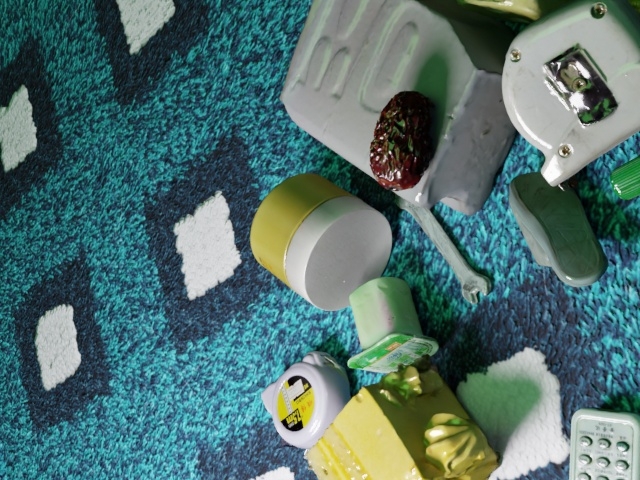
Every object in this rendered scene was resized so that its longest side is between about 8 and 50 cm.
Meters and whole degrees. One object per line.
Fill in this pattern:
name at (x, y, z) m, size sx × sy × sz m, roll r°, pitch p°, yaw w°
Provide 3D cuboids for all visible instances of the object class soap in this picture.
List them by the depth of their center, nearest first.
soap at (0.160, -0.289, 1.921) m, size 0.435 × 0.213 × 0.350 m, roll 41°, pitch 112°, yaw 37°

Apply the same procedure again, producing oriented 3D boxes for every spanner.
spanner at (0.223, -0.002, 1.962) m, size 0.071 × 0.017 × 0.302 m, roll -51°, pitch 54°, yaw 29°

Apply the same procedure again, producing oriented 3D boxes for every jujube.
jujube at (0.129, -0.165, 1.733) m, size 0.104 × 0.104 × 0.165 m, roll 3°, pitch 85°, yaw 44°

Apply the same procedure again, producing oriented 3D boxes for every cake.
cake at (0.163, 0.363, 1.846) m, size 0.286 × 0.222 × 0.227 m, roll -54°, pitch 55°, yaw 26°

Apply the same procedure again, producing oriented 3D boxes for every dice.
dice at (0.340, -0.462, 1.788) m, size 0.169 × 0.169 × 0.166 m, roll 20°, pitch 101°, yaw 43°

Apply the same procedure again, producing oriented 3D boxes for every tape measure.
tape measure at (0.418, -0.243, 1.672) m, size 0.258 × 0.130 × 0.265 m, roll -37°, pitch 94°, yaw 36°
tape measure at (-0.018, 0.331, 2.112) m, size 0.196 × 0.105 × 0.178 m, roll -39°, pitch 53°, yaw 33°

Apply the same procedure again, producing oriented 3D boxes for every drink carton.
drink carton at (0.127, 0.154, 1.967) m, size 0.146 × 0.144 × 0.142 m, roll -38°, pitch 52°, yaw 35°

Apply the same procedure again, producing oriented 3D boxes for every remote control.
remote control at (0.456, 0.435, 1.661) m, size 0.128 × 0.066 × 0.335 m, roll 1°, pitch 86°, yaw 42°

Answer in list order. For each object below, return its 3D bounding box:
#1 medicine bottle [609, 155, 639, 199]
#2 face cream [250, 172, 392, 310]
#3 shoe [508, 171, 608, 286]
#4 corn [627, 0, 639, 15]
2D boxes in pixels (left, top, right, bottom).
medicine bottle at (0.581, -0.144, 1.590) m, size 0.309 × 0.076 × 0.111 m, roll -30°, pitch 65°, yaw 40°
face cream at (0.000, 0.000, 2.039) m, size 0.179 × 0.218 × 0.218 m, roll 35°, pitch 110°, yaw 42°
shoe at (0.394, -0.009, 1.755) m, size 0.100 × 0.103 × 0.251 m, roll 78°, pitch 172°, yaw -49°
corn at (0.528, -0.364, 1.668) m, size 0.203 × 0.072 × 0.072 m, roll 15°, pitch 97°, yaw 43°
